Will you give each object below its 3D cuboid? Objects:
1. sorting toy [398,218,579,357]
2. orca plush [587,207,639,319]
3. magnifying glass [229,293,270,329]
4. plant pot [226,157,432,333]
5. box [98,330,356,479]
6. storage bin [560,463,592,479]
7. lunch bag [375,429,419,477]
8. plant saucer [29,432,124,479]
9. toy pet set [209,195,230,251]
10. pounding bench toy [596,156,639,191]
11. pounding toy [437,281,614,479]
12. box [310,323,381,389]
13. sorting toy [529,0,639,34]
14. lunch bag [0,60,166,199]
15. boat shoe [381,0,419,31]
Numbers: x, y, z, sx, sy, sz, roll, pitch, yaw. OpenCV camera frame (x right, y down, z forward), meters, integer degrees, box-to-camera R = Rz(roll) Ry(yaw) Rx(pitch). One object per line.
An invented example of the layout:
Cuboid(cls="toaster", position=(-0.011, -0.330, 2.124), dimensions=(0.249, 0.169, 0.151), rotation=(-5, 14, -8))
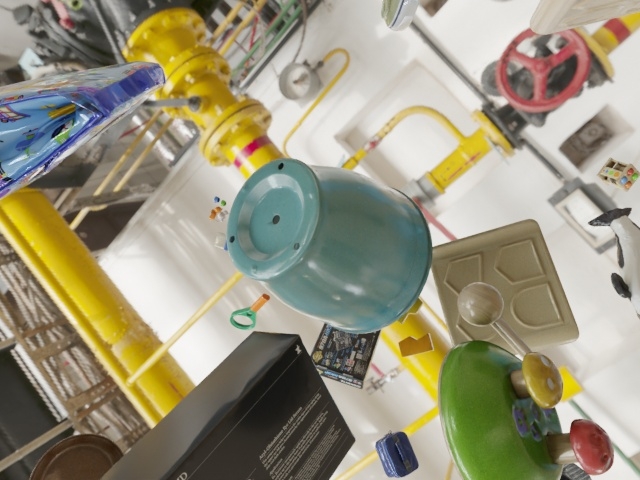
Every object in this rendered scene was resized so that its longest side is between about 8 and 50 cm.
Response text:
Cuboid(cls="sorting toy", position=(0.284, 0.110, 0.890), dimensions=(0.041, 0.307, 0.229), rotation=(31, -136, -66))
Cuboid(cls="orca plush", position=(0.628, 0.076, 0.958), dimensions=(0.102, 0.151, 0.287), rotation=(85, 167, -55))
Cuboid(cls="magnifying glass", position=(-0.235, 0.242, 1.607), dimensions=(0.092, 0.231, 0.026), rotation=(29, -134, -17))
Cuboid(cls="plant pot", position=(0.000, 0.000, 0.761), dimensions=(0.255, 0.271, 0.272), rotation=(22, -149, -49))
Cuboid(cls="box", position=(-0.095, 0.261, 0.559), dimensions=(0.261, 0.103, 0.184), rotation=(-42, -64, -40))
Cuboid(cls="storage bin", position=(0.607, 0.627, 1.209), dimensions=(0.180, 0.122, 0.084), rotation=(37, -159, -14))
Cuboid(cls="lunch bag", position=(0.173, 0.480, 1.073), dimensions=(0.067, 0.065, 0.099), rotation=(-15, -110, -28))
Cuboid(cls="plant saucer", position=(-0.534, 0.534, 1.050), dimensions=(0.198, 0.036, 0.199), rotation=(13, -116, -28))
Cuboid(cls="toy pet set", position=(-0.204, -0.030, 1.111), dimensions=(0.065, 0.114, 0.122), rotation=(11, 173, 20))
Cuboid(cls="pounding bench toy", position=(0.715, -0.148, 1.123), dimensions=(0.083, 0.052, 0.065), rotation=(27, -168, -31))
Cuboid(cls="pounding toy", position=(0.227, 0.162, 0.505), dimensions=(0.183, 0.110, 0.237), rotation=(41, -137, -20))
Cuboid(cls="box", position=(0.078, 0.321, 1.438), dimensions=(0.175, 0.051, 0.220), rotation=(14, -134, 14))
Cuboid(cls="sorting toy", position=(0.363, -0.290, 0.546), dimensions=(0.193, 0.208, 0.038), rotation=(-34, -60, -70))
Cuboid(cls="lunch bag", position=(-0.362, -0.181, 0.666), dimensions=(0.221, 0.293, 0.138), rotation=(-82, -30, -62))
Cuboid(cls="boat shoe", position=(0.125, -0.475, 0.774), dimensions=(0.302, 0.094, 0.109), rotation=(91, 180, -67))
